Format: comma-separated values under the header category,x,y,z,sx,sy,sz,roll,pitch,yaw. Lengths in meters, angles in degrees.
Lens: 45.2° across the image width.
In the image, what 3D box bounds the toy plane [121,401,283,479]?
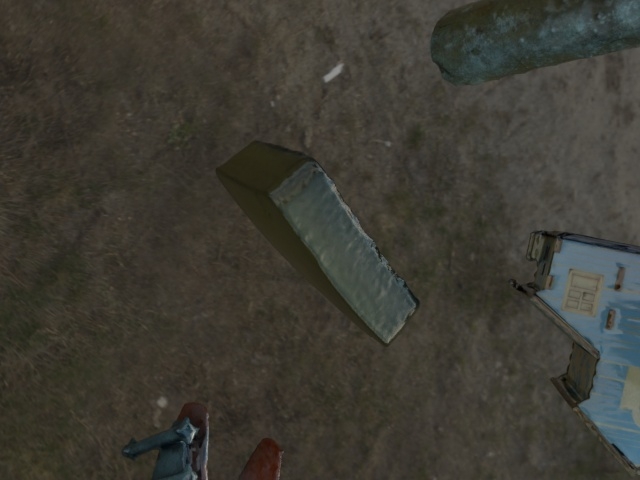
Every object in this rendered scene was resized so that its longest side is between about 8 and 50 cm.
category,x,y,z,sx,sy,sz,roll,pitch,yaw
toy plane,-0.134,0.232,0.500,0.104,0.326,0.223,20,55,-51

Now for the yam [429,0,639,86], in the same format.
category,x,y,z,sx,sy,sz,roll,pitch,yaw
yam,0.240,-0.218,0.764,0.093,0.259,0.093,10,78,-52

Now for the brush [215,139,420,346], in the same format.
category,x,y,z,sx,sy,sz,roll,pitch,yaw
brush,0.000,0.000,0.671,0.059,0.123,0.197,-46,123,-10

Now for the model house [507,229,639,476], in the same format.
category,x,y,z,sx,sy,sz,roll,pitch,yaw
model house,0.313,0.112,0.755,0.271,0.178,0.207,11,92,4
